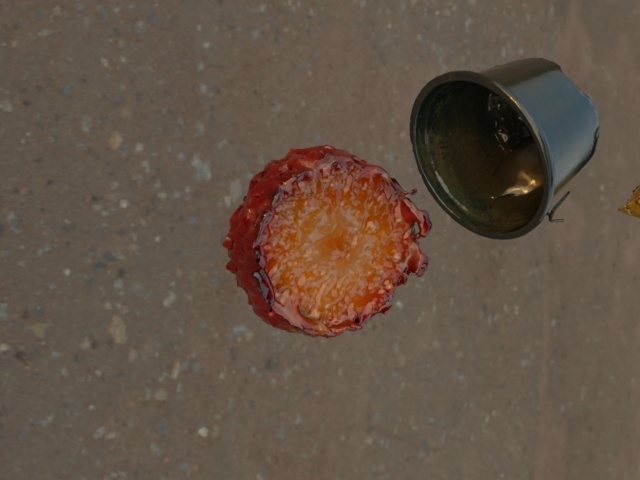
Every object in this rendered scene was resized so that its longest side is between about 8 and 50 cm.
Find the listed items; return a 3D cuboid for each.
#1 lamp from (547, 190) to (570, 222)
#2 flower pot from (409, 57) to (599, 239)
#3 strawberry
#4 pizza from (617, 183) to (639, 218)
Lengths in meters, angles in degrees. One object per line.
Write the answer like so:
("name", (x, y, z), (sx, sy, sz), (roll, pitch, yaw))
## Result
("lamp", (0.223, -0.058, 1.015), (0.054, 0.121, 0.041), (-18, 130, -48))
("flower pot", (0.172, -0.091, 0.798), (0.106, 0.157, 0.157), (-28, 116, -31))
("strawberry", (0.000, 0.000, 0.640), (0.145, 0.086, 0.145), (-2, 95, -26))
("pizza", (0.486, -0.073, 1.029), (0.056, 0.271, 0.134), (-48, 135, -64))
